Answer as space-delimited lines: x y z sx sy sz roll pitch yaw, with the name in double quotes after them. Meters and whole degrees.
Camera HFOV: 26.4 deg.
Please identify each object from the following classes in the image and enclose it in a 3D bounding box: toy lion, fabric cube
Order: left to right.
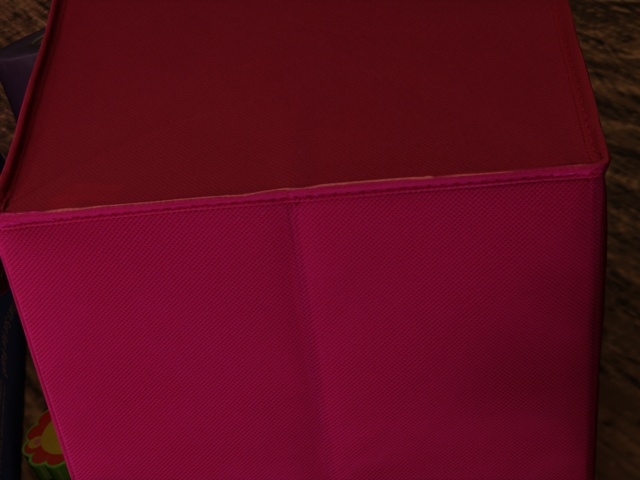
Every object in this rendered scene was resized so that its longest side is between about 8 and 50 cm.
-0.131 0.115 0.835 0.100 0.034 0.096 -34 32 -19 "toy lion"
0.000 0.000 0.701 0.259 0.258 0.254 -4 41 5 "fabric cube"

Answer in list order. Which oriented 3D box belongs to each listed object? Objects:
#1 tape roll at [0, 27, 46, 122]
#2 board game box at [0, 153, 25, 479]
-0.152 -0.137 1.062 0.189 0.080 0.189 -17 18 6 "tape roll"
-0.266 0.007 0.857 0.078 0.233 0.347 -17 37 3 "board game box"
